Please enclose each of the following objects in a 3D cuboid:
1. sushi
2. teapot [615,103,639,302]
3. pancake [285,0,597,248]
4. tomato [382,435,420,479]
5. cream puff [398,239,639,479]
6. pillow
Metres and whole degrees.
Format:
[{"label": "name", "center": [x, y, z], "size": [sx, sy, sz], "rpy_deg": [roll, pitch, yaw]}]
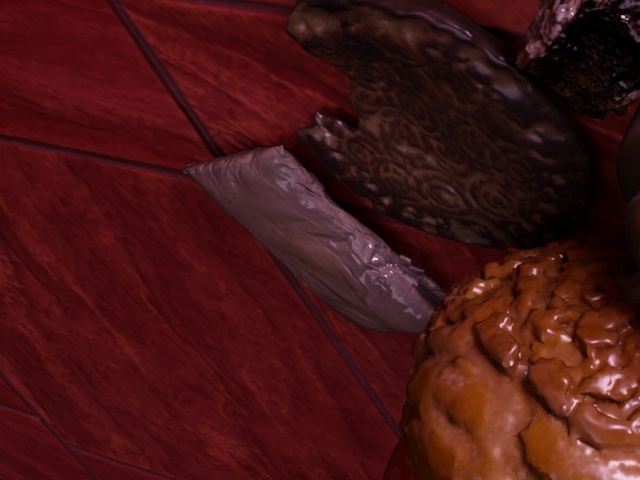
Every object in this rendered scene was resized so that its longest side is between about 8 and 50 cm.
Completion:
[{"label": "sushi", "center": [0.175, -0.134, 1.167], "size": [0.078, 0.090, 0.150], "rpy_deg": [31, 155, -8]}, {"label": "teapot", "center": [0.257, -0.015, 1.195], "size": [0.185, 0.175, 0.268], "rpy_deg": [38, 156, -8]}, {"label": "pancake", "center": [0.075, -0.088, 1.448], "size": [0.288, 0.033, 0.286], "rpy_deg": [46, 154, -28]}, {"label": "tomato", "center": [0.158, 0.249, 1.805], "size": [0.232, 0.188, 0.232], "rpy_deg": [14, 142, 11]}, {"label": "cream puff", "center": [0.225, 0.125, 1.423], "size": [0.327, 0.231, 0.343], "rpy_deg": [27, -176, 14]}, {"label": "pillow", "center": [0.000, 0.000, 1.684], "size": [0.229, 0.050, 0.148], "rpy_deg": [45, 149, -21]}]
